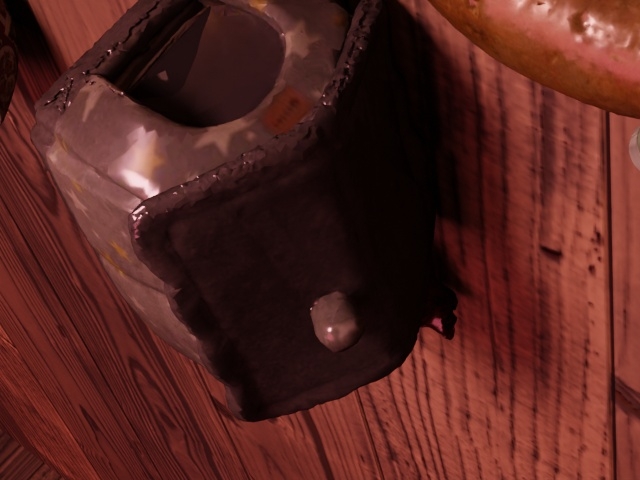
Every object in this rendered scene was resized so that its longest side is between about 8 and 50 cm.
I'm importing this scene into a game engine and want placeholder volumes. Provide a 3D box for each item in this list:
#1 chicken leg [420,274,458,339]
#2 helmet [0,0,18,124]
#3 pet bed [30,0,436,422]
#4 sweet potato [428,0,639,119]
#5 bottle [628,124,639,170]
[{"bbox_3d":[0.000,0.000,0.907,0.219,0.048,0.089,34,175,19],"label":"chicken leg"},{"bbox_3d":[-0.291,-0.170,1.035,0.153,0.107,0.177,19,167,40],"label":"helmet"},{"bbox_3d":[-0.026,-0.023,0.743,0.159,0.183,0.211,31,155,33],"label":"pet bed"},{"bbox_3d":[0.093,-0.116,0.527,0.346,0.079,0.108,39,129,14],"label":"sweet potato"},{"bbox_3d":[0.160,-0.049,0.584,0.030,0.030,0.083,44,159,-4],"label":"bottle"}]
